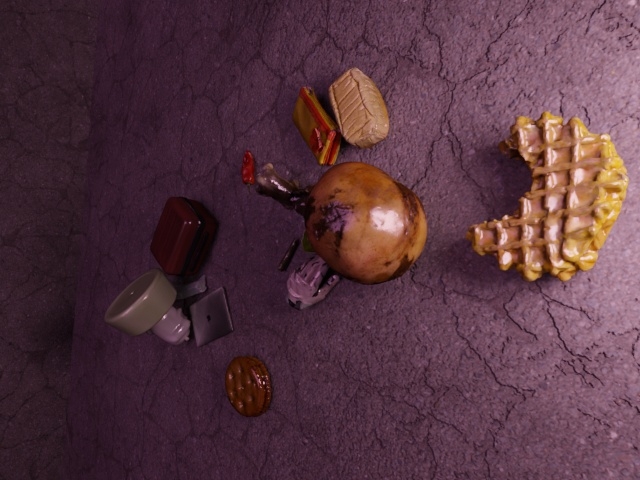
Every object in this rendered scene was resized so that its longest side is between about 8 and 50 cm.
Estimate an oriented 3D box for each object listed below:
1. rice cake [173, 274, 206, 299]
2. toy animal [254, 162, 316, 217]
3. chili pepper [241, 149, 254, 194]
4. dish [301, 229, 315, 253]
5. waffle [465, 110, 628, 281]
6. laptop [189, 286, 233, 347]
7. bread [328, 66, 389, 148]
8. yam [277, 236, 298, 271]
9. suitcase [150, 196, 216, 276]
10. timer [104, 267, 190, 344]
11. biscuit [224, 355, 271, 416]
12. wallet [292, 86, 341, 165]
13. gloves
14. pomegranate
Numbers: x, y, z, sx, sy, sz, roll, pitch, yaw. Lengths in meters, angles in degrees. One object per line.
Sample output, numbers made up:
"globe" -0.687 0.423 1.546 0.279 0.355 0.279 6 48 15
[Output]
"rice cake" -0.595 0.216 1.792 0.290 0.051 0.081 -18 42 38
"toy animal" -0.105 -0.160 1.316 0.121 0.233 0.169 -62 12 6
"chili pepper" -0.277 -0.266 1.541 0.059 0.050 0.192 -34 57 52
"dish" 0.000 0.000 1.292 0.137 0.039 0.091 10 90 44
"waffle" 0.458 -0.084 0.833 0.261 0.151 0.325 24 106 34
"laptop" -0.459 0.323 1.684 0.269 0.015 0.188 -30 69 36
"bread" 0.114 -0.377 1.174 0.139 0.106 0.237 -29 69 34
"yam" -0.108 0.049 1.390 0.130 0.027 0.033 -59 33 21
"suitcase" -0.584 -0.016 1.717 0.236 0.161 0.297 42 113 35
"timer" -0.682 0.321 1.716 0.290 0.315 0.291 -30 28 18
"biscuit" -0.265 0.530 1.469 0.220 0.066 0.221 -3 86 41
"wallet" -0.018 -0.365 1.285 0.241 0.067 0.141 60 149 28
"gloves" -0.026 0.119 1.268 0.128 0.110 0.212 49 124 34
"pomegranate" 0.113 -0.045 1.029 0.321 0.322 0.323 -3 85 41
